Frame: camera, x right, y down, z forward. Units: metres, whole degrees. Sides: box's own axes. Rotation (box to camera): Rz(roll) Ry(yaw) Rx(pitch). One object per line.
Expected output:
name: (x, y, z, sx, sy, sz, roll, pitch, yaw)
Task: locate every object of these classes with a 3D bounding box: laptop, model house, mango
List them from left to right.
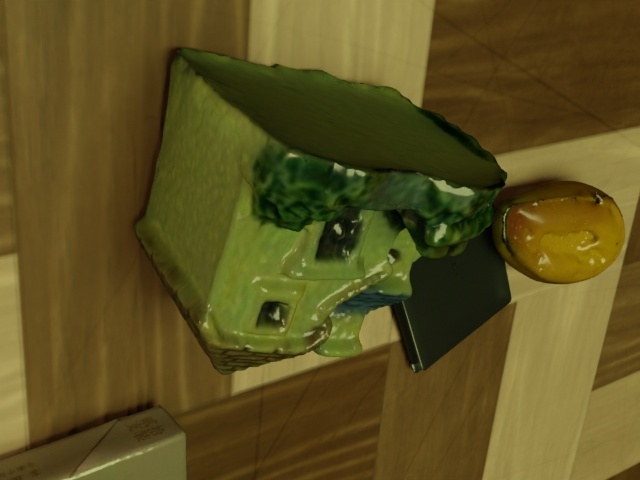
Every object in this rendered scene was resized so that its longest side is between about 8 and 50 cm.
model house: (0.000, 0.000, 0.636, 0.214, 0.195, 0.189, 4, 119, -38)
laptop: (0.113, 0.025, 0.853, 0.129, 0.016, 0.180, -35, 132, -19)
mango: (0.220, -0.008, 0.886, 0.188, 0.066, 0.101, 5, 112, -41)

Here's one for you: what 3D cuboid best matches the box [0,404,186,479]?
box: (-0.261, 0.260, 0.651, 0.365, 0.051, 0.204, -16, 123, -32)
